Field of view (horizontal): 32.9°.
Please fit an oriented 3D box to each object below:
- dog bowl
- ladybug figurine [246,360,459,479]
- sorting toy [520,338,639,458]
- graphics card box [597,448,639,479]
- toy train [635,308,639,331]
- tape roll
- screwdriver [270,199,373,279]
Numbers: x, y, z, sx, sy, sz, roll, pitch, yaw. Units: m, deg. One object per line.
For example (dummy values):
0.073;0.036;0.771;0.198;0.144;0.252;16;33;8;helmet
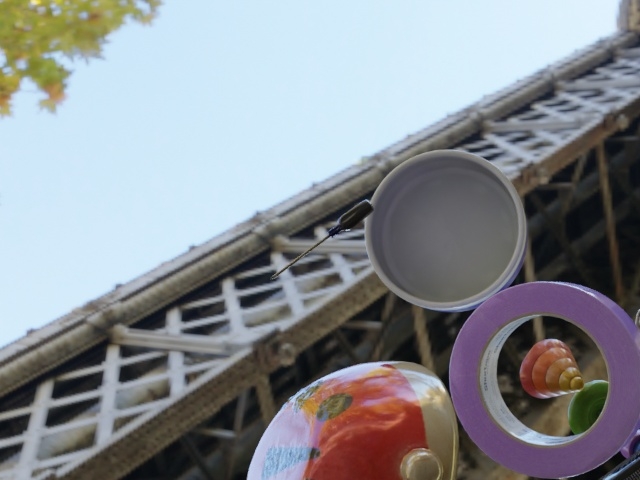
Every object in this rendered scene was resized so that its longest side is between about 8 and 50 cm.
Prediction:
0.213;-0.012;1.812;0.104;0.265;0.265;29;-113;-73;dog bowl
0.022;0.283;1.297;0.162;0.449;0.305;18;-114;-13;ladybug figurine
0.551;0.335;2.108;0.365;0.126;0.127;40;-95;-20;sorting toy
0.554;0.508;1.864;0.233;0.371;0.094;48;-148;11;graphics card box
0.581;0.095;1.712;0.105;0.143;0.248;-62;-19;-57;toy train
0.328;0.196;1.547;0.090;0.275;0.274;6;-94;-65;tape roll
0.000;0.000;1.462;0.170;0.025;0.024;-34;-58;4;screwdriver
